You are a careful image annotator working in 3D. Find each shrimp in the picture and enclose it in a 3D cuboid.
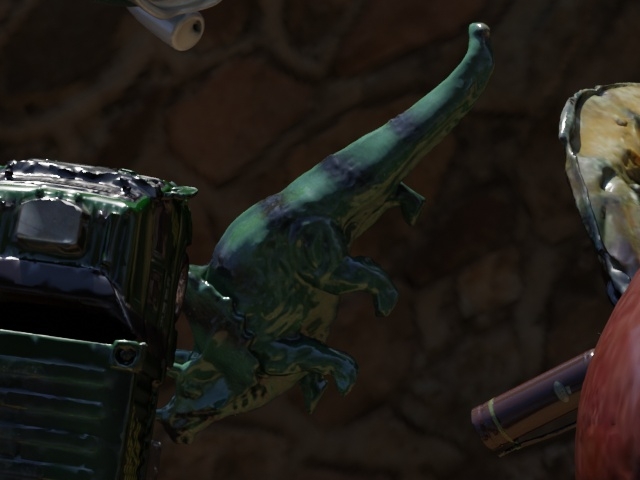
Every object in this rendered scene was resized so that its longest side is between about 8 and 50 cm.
[{"bbox_3d":[0.223,0.041,1.025,0.071,0.233,0.365,-44,29,35],"label":"shrimp"}]

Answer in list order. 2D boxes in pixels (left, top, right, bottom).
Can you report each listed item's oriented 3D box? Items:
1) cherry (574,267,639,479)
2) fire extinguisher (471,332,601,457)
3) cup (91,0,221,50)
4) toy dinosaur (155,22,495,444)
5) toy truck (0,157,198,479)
[{"bbox_3d":[0.215,0.104,0.696,0.221,0.261,0.307,-43,-13,-19],"label":"cherry"},{"bbox_3d":[0.207,0.134,1.591,0.158,0.064,0.043,-29,-8,23],"label":"fire extinguisher"},{"bbox_3d":[-0.134,-0.232,1.210,0.167,0.300,0.173,-44,56,-15],"label":"cup"},{"bbox_3d":[0.011,0.014,1.026,0.292,0.120,0.079,-39,3,12],"label":"toy dinosaur"},{"bbox_3d":[-0.106,0.097,0.680,0.088,0.259,0.121,7,-8,4],"label":"toy truck"}]
